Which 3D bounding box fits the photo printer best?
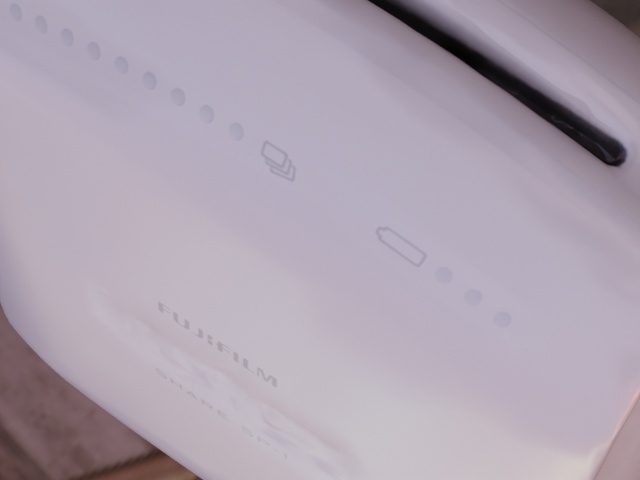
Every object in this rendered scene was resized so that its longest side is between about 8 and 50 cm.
[{"bbox_3d":[0.000,0.000,0.559,0.256,0.107,0.307,32,157,13],"label":"photo printer"}]
